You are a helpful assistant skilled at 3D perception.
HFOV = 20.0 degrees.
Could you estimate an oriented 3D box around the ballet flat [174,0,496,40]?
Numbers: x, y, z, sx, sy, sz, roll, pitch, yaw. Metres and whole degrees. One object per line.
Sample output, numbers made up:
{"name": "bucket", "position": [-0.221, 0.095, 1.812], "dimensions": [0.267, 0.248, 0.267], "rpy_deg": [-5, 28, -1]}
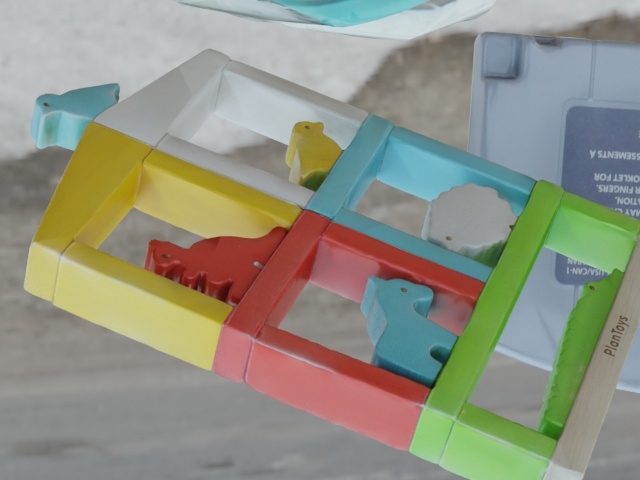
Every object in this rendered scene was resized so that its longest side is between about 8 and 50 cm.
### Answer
{"name": "ballet flat", "position": [0.080, -0.217, 0.454], "dimensions": [0.147, 0.409, 0.147], "rpy_deg": [34, 177, 2]}

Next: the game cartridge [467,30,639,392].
{"name": "game cartridge", "position": [0.223, -0.009, 1.011], "dimensions": [0.294, 0.196, 0.060], "rpy_deg": [4, 180, -8]}

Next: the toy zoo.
{"name": "toy zoo", "position": [0.000, 0.000, 0.819], "dimensions": [0.293, 0.192, 0.030], "rpy_deg": [22, 127, 8]}
